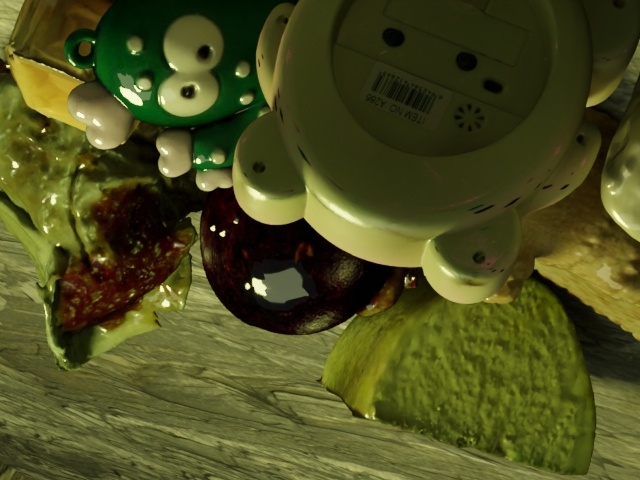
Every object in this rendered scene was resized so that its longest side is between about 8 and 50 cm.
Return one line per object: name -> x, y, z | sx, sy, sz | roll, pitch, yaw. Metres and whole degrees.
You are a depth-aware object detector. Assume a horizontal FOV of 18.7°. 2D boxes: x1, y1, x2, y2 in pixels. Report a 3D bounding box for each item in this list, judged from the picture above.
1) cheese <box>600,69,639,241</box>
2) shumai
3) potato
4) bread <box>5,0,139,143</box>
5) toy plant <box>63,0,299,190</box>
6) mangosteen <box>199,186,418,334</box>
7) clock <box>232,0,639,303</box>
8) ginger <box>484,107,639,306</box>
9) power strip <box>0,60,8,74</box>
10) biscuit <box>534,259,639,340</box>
cheese -> 0.349, -0.119, 1.506 | 0.173, 0.251, 0.248 | 41, 121, -7
shumai -> -0.295, -0.017, 2.259 | 0.292, 0.288, 0.330 | 9, 156, 39
potato -> 0.153, 0.122, 2.279 | 0.330, 0.213, 0.280 | 19, 180, -30
bread -> -0.243, -0.184, 2.018 | 0.136, 0.107, 0.241 | 25, 170, 4
toy plant -> -0.120, -0.173, 1.805 | 0.243, 0.233, 0.112 | 23, -170, -27
mangosteen -> 0.000, 0.000, 2.084 | 0.265, 0.228, 0.228 | 20, 165, -32
clock -> 0.087, -0.120, 1.544 | 0.284, 0.309, 0.114 | 23, 158, 5
ginger -> 0.214, -0.027, 1.795 | 0.275, 0.221, 0.130 | 37, 148, -10
power strip -> -0.413, -0.218, 2.273 | 0.049, 0.028, 0.178 | 7, 153, 39
biscuit -> 0.302, 0.022, 2.032 | 0.325, 0.044, 0.217 | 31, 160, -17
